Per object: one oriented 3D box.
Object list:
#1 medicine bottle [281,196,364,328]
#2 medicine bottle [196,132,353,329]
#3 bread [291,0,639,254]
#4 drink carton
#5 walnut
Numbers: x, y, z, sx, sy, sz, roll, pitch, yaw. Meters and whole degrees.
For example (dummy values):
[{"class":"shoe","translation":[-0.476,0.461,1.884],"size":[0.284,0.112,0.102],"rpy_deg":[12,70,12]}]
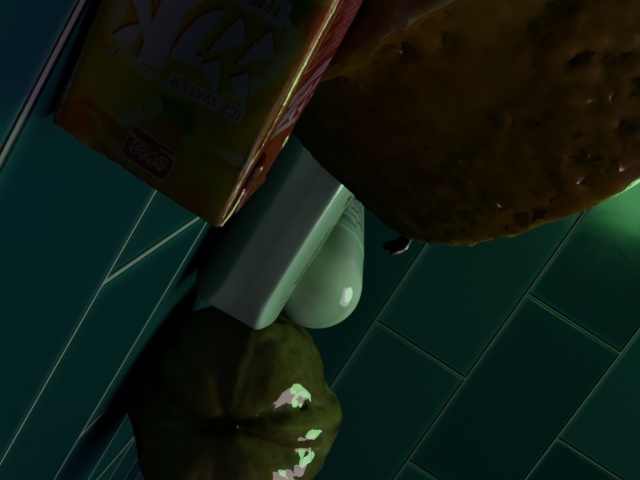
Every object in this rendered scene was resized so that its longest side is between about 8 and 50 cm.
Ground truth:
[{"class":"medicine bottle","translation":[0.000,0.000,1.514],"size":[0.130,0.130,0.341],"rpy_deg":[-58,-166,27]},{"class":"medicine bottle","translation":[-0.024,-0.061,1.262],"size":[0.324,0.124,0.179],"rpy_deg":[-59,-175,17]},{"class":"bread","translation":[0.137,-0.177,0.616],"size":[0.398,0.215,0.398],"rpy_deg":[-32,-163,11]},{"class":"drink carton","translation":[-0.027,-0.122,0.447],"size":[0.223,0.096,0.071],"rpy_deg":[-58,178,31]},{"class":"walnut","translation":[-0.118,0.241,1.450],"size":[0.306,0.306,0.344],"rpy_deg":[-57,171,-1]}]
